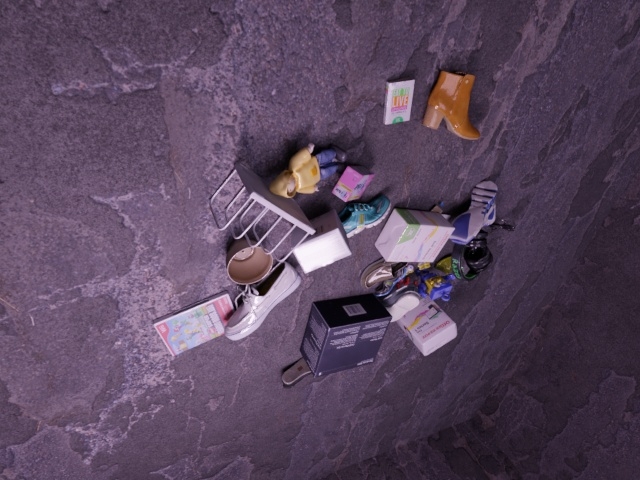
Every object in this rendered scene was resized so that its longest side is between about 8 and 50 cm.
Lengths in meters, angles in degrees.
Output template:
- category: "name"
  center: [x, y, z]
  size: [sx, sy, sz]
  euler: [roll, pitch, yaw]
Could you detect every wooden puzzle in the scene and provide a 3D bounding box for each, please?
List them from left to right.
- category: "wooden puzzle"
  center: [0.510, -0.122, 1.831]
  size: [0.116, 0.014, 0.079]
  euler: [-41, 139, 9]

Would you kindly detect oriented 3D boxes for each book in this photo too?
- category: "book"
  center: [0.267, -0.481, 1.405]
  size: [0.097, 0.035, 0.144]
  euler: [-15, 131, -16]

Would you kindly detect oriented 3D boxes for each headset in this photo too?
- category: "headset"
  center: [0.780, 0.035, 1.971]
  size: [0.394, 0.185, 0.243]
  euler: [-42, 124, -30]

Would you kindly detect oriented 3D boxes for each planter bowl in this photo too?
- category: "planter bowl"
  center: [-0.265, 0.060, 1.441]
  size: [0.162, 0.109, 0.161]
  euler: [-17, 130, -21]

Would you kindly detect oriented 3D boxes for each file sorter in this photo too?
- category: "file sorter"
  center: [-0.195, -0.081, 1.322]
  size: [0.173, 0.192, 0.278]
  euler: [-46, 134, 12]

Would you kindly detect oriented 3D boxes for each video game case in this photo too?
- category: "video game case"
  center: [-0.470, 0.323, 1.577]
  size: [0.286, 0.025, 0.203]
  euler: [-22, 132, -15]

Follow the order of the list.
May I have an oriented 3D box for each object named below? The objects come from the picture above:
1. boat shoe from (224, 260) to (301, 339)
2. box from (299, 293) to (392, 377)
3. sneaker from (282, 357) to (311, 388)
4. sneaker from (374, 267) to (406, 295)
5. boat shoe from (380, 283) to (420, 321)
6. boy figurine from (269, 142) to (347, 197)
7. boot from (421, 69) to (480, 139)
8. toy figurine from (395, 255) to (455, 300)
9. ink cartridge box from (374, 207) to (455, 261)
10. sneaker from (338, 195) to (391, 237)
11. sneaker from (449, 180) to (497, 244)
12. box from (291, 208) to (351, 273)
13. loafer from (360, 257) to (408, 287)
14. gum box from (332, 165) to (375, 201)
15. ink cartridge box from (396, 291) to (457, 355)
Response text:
- category: "boat shoe"
  center: [-0.247, 0.213, 1.548]
  size: [0.367, 0.136, 0.156]
  euler: [-41, 129, -6]
- category: "box"
  center: [0.113, 0.440, 1.908]
  size: [0.344, 0.179, 0.312]
  euler: [-3, 124, -29]
- category: "sneaker"
  center: [-0.097, 0.652, 2.028]
  size: [0.222, 0.083, 0.118]
  euler: [-23, 151, -23]
- category: "sneaker"
  center: [0.322, 0.186, 1.930]
  size: [0.078, 0.067, 0.188]
  euler: [38, 102, -22]
- category: "boat shoe"
  center: [0.361, 0.306, 1.969]
  size: [0.116, 0.098, 0.319]
  euler: [30, 138, -15]
- category: "boy figurine"
  center: [-0.041, -0.227, 1.327]
  size: [0.285, 0.092, 0.177]
  euler: [-30, 136, -33]
- category: "boot"
  center: [0.522, -0.497, 1.492]
  size: [0.296, 0.104, 0.211]
  euler: [5, 121, -29]
- category: "toy figurine"
  center: [0.574, 0.226, 1.994]
  size: [0.363, 0.217, 0.191]
  euler: [-14, 129, -21]
- category: "ink cartridge box"
  center: [0.440, -0.015, 1.789]
  size: [0.354, 0.119, 0.207]
  euler: [2, 128, -32]
- category: "sneaker"
  center: [0.152, -0.100, 1.578]
  size: [0.276, 0.107, 0.109]
  euler: [-30, 125, -8]
- category: "sneaker"
  center: [0.729, -0.098, 1.872]
  size: [0.315, 0.128, 0.182]
  euler: [-56, 139, -9]
- category: "box"
  center: [0.000, 0.000, 1.462]
  size: [0.181, 0.181, 0.118]
  euler: [-23, 114, 8]
- category: "loafer"
  center: [0.291, 0.135, 1.844]
  size: [0.251, 0.087, 0.094]
  euler: [-38, 134, 0]
- category: "gum box"
  center: [0.121, -0.205, 1.445]
  size: [0.107, 0.062, 0.188]
  euler: [-58, 167, 20]
- category: "ink cartridge box"
  center: [0.519, 0.406, 2.055]
  size: [0.202, 0.278, 0.117]
  euler: [-30, 134, -8]
